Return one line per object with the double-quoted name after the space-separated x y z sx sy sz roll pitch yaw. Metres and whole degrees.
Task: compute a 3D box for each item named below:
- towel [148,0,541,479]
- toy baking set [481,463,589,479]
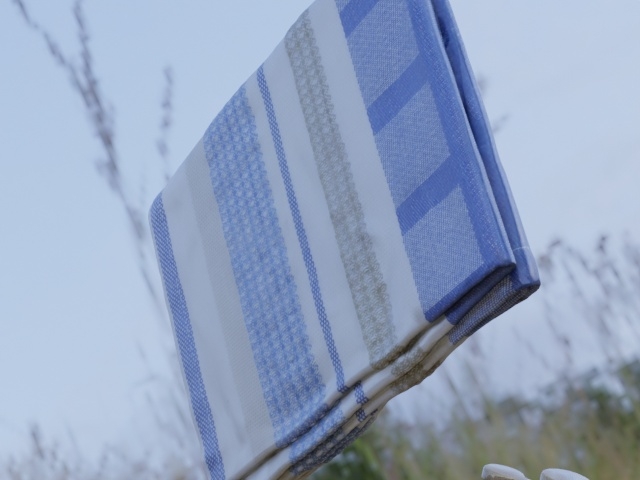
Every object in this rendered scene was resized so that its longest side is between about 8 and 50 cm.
0.000 0.000 0.992 0.034 0.209 0.285 2 -31 -33 "towel"
0.180 0.196 1.286 0.256 0.196 0.030 -13 -64 -69 "toy baking set"
